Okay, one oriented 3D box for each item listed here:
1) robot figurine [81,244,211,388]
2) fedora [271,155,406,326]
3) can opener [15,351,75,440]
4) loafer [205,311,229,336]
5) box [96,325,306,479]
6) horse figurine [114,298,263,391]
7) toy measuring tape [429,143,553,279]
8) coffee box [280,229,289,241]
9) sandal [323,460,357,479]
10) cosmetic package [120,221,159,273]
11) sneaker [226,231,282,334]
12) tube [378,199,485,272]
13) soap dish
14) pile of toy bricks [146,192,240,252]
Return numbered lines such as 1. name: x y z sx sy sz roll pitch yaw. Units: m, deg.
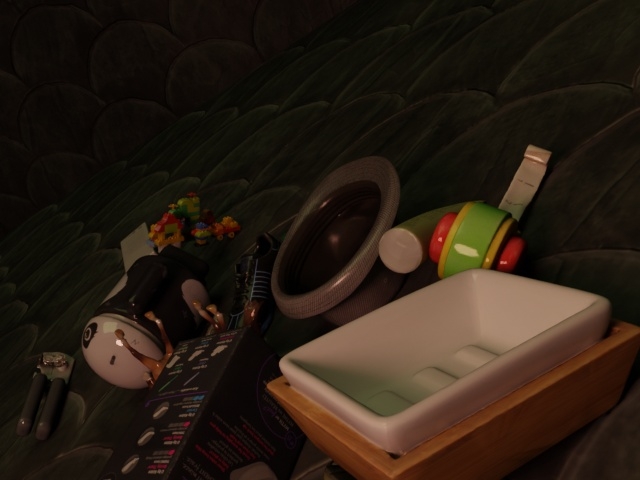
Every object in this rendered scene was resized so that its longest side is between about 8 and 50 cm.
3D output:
1. robot figurine: -0.314 0.138 1.364 0.174 0.209 0.278 -2 42 34
2. fedora: 0.050 0.019 1.116 0.244 0.124 0.275 -17 42 45
3. can opener: -0.576 0.324 1.567 0.280 0.074 0.093 -112 40 -66
4. loafer: -0.180 0.170 1.294 0.039 0.045 0.125 -51 14 17
5. box: -0.140 0.264 0.921 0.143 0.165 0.270 -18 32 38
6. horse figurine: -0.198 0.179 1.188 0.264 0.174 0.066 -17 27 16
7. toy measuring tape: 0.229 -0.035 0.956 0.121 0.121 0.330 -5 42 51
8. coffee box: 0.000 0.000 1.320 0.113 0.040 0.184 -41 24 -1
9. sandal: 0.099 0.280 0.662 0.120 0.086 0.303 -1 9 -23
10. cosmetic package: -0.377 0.052 1.671 0.085 0.117 0.231 -40 23 -1
11. sneaker: -0.121 0.084 1.285 0.081 0.090 0.232 -20 31 37
12. tube: 0.158 -0.015 1.044 0.070 0.062 0.240 22 24 21
13. soap dish: 0.126 0.136 0.721 0.291 0.118 0.229 -22 17 -25
14. pile of toy bricks: -0.282 -0.050 1.603 0.212 0.105 0.118 -14 24 -42
